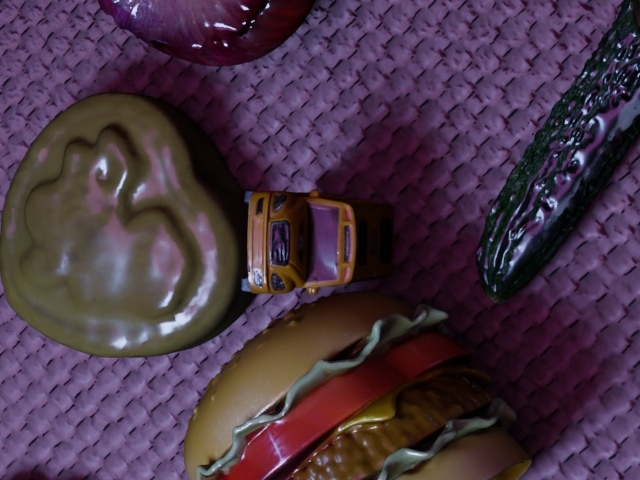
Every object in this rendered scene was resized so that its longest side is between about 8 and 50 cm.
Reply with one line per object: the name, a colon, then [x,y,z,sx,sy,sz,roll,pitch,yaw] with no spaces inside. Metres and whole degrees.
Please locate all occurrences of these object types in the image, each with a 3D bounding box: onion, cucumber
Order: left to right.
onion: [-0.094,-0.262,1.514,0.248,0.161,0.248,-3,83,29]
cucumber: [0.202,-0.068,1.454,0.077,0.077,0.265,39,104,15]

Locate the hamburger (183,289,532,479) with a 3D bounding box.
hamburger: [0.014,0.160,1.426,0.274,0.274,0.212,-41,74,16]

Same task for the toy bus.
toy bus: [0.000,0.000,1.464,0.088,0.194,0.083,2,92,17]

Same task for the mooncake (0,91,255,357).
mooncake: [-0.177,-0.003,1.573,0.235,0.117,0.235,0,92,17]
